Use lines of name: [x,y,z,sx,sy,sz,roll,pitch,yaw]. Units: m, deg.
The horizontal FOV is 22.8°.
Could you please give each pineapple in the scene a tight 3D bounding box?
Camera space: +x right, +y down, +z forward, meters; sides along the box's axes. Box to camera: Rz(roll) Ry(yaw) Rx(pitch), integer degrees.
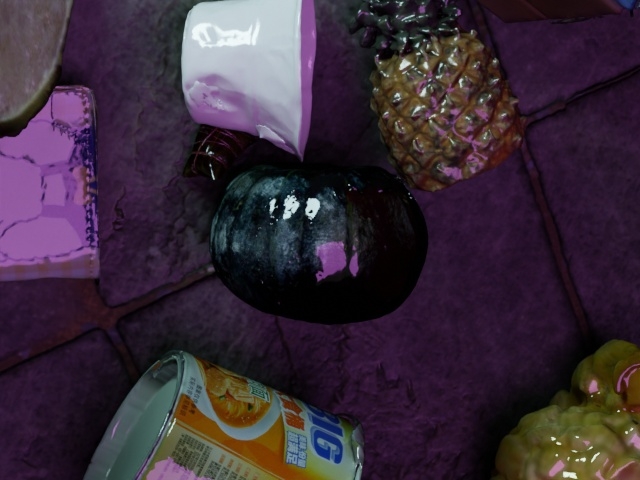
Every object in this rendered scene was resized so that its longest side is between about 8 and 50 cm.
pineapple: [0.103,-0.195,1.654,0.158,0.158,0.278,-26,102,-6]

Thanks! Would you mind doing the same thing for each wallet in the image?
wallet: [-0.376,-0.054,1.594,0.309,0.077,0.223,-2,109,-15]

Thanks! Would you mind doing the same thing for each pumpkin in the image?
pumpkin: [0.000,0.000,1.644,0.233,0.233,0.163,2,96,-17]

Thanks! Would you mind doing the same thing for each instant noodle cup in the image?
instant noodle cup: [-0.120,0.267,1.696,0.214,0.296,0.296,30,99,-16]

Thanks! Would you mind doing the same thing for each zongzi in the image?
zongzi: [-0.120,-0.089,1.679,0.067,0.073,0.083,38,56,-25]

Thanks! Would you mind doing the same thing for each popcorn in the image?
popcorn: [0.328,0.280,1.860,0.265,0.225,0.332,3,100,1]

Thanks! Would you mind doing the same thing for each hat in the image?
hat: [-0.072,-0.179,1.602,0.126,0.203,0.203,4,110,4]

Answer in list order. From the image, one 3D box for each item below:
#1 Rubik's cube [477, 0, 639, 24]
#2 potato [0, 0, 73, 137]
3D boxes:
Rubik's cube: [0.213,-0.365,1.542,0.225,0.221,0.231,34,79,-25]
potato: [-0.407,-0.253,1.420,0.296,0.290,0.397,-4,71,18]
